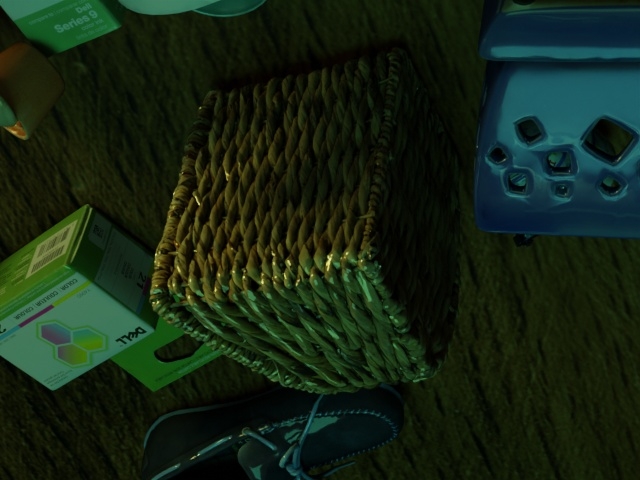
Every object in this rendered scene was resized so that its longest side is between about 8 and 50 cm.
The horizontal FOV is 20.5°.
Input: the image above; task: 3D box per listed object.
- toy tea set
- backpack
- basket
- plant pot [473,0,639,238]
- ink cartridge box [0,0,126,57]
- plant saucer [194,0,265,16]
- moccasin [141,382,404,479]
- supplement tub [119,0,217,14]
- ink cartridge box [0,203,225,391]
[{"bbox_3d":[-0.370,-0.159,1.603,0.200,0.124,0.336,52,161,-27],"label":"toy tea set"},{"bbox_3d":[0.217,-0.069,1.679,0.114,0.105,0.084,-26,127,27],"label":"backpack"},{"bbox_3d":[0.000,0.000,1.660,0.223,0.299,0.213,-12,134,21],"label":"basket"},{"bbox_3d":[0.248,-0.154,1.496,0.236,0.236,0.212,2,130,12],"label":"plant pot"},{"bbox_3d":[-0.248,-0.290,1.515,0.093,0.154,0.212,-18,129,27],"label":"ink cartridge box"},{"bbox_3d":[-0.096,-0.257,1.613,0.119,0.021,0.119,6,137,6],"label":"plant saucer"},{"bbox_3d":[-0.055,0.253,2.070,0.342,0.117,0.138,-19,129,29],"label":"moccasin"},{"bbox_3d":[-0.152,-0.363,1.354,0.241,0.241,0.331,-12,132,24],"label":"supplement tub"},{"bbox_3d":[-0.231,0.100,1.965,0.255,0.097,0.188,40,131,-25],"label":"ink cartridge box"}]
